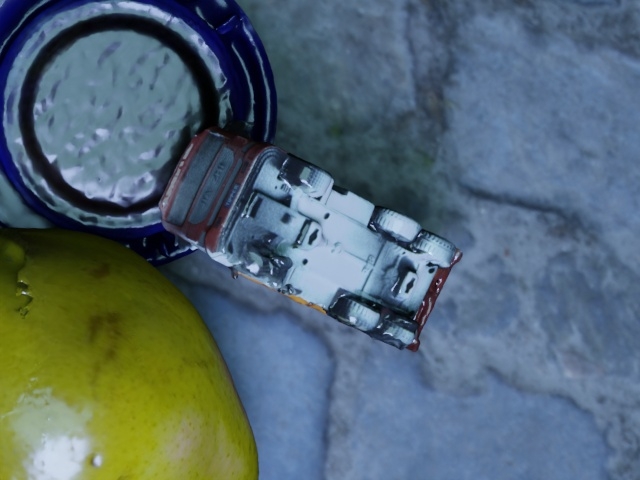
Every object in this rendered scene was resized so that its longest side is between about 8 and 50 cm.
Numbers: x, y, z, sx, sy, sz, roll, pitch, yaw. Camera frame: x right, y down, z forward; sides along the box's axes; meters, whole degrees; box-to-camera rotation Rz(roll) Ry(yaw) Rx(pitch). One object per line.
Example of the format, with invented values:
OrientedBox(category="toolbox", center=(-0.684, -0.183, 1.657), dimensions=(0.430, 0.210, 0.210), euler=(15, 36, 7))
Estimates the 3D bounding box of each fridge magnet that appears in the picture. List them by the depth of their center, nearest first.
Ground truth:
OrientedBox(category="fridge magnet", center=(-0.165, -0.104, 1.368), dimensions=(0.265, 0.112, 0.265), euler=(-1, 97, -10))

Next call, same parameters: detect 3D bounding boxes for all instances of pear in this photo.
OrientedBox(category="pear", center=(-0.202, 0.146, 1.319), dimensions=(0.285, 0.336, 0.285), euler=(-8, 54, 11))

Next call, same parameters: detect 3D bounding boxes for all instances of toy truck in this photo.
OrientedBox(category="toy truck", center=(0.000, 0.000, 1.338), dimensions=(0.270, 0.135, 0.114), euler=(27, 87, -42))
